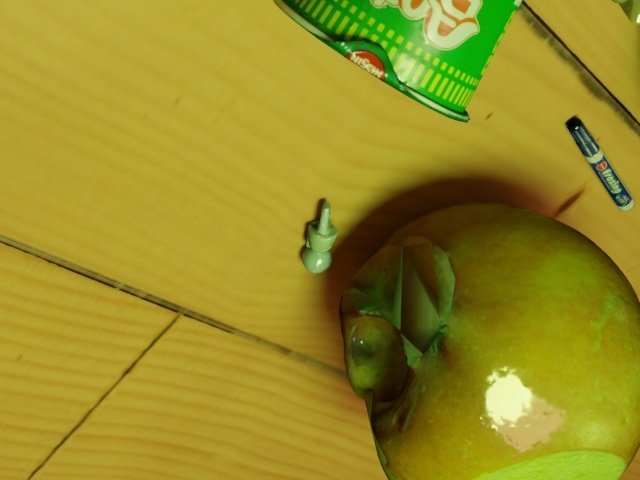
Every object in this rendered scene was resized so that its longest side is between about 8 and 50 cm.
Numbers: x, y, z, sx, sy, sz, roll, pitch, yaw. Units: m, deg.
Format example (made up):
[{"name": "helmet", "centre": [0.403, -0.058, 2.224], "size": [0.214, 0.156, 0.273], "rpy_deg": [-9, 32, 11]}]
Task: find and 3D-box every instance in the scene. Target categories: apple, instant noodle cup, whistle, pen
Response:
[{"name": "apple", "centre": [0.181, 0.148, 1.070], "size": [0.374, 0.374, 0.384], "rpy_deg": [21, 101, -40]}, {"name": "instant noodle cup", "centre": [0.105, -0.248, 0.788], "size": [0.207, 0.207, 0.233], "rpy_deg": [19, 112, -40]}, {"name": "whistle", "centre": [0.000, 0.000, 1.069], "size": [0.035, 0.035, 0.100], "rpy_deg": [-8, 131, -23]}, {"name": "pen", "centre": [0.355, -0.093, 1.186], "size": [0.025, 0.025, 0.204], "rpy_deg": [-40, 137, 10]}]

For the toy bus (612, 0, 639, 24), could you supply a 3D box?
[{"name": "toy bus", "centre": [0.317, -0.358, 0.759], "size": [0.177, 0.202, 0.365], "rpy_deg": [4, 131, -8]}]
